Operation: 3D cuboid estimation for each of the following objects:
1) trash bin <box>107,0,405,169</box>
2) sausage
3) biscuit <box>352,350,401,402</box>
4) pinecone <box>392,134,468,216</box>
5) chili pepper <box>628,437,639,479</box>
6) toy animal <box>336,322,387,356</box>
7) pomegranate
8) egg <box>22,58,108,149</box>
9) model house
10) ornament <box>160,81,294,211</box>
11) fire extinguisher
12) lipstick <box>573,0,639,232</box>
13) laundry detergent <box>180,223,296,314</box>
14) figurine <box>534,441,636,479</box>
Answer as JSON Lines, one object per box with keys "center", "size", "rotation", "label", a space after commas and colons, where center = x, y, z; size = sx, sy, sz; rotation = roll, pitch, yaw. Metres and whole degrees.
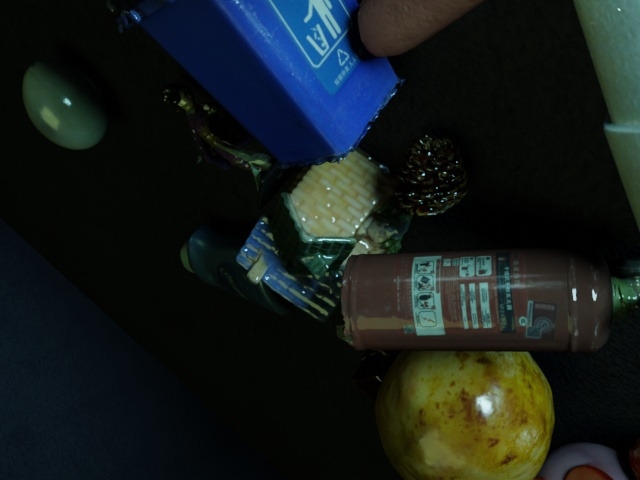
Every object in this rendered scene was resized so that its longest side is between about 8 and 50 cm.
{"center": [-0.055, -0.189, 0.585], "size": [0.184, 0.163, 0.234], "rotation": [2, 141, 51], "label": "trash bin"}
{"center": [0.084, -0.193, 0.497], "size": [0.062, 0.062, 0.154], "rotation": [47, 152, -15], "label": "sausage"}
{"center": [0.222, 0.329, 1.120], "size": [0.388, 0.073, 0.107], "rotation": [42, 153, -5], "label": "biscuit"}
{"center": [0.111, -0.065, 0.654], "size": [0.077, 0.077, 0.083], "rotation": [16, 121, 38], "label": "pinecone"}
{"center": [0.433, 0.255, 0.727], "size": [0.086, 0.084, 0.192], "rotation": [20, 157, 1], "label": "chili pepper"}
{"center": [0.103, 0.124, 0.930], "size": [0.155, 0.095, 0.219], "rotation": [6, 139, 54], "label": "toy animal"}
{"center": [0.185, 0.223, 0.848], "size": [0.248, 0.248, 0.248], "rotation": [30, 152, 18], "label": "pomegranate"}
{"center": [-0.404, -0.214, 1.022], "size": [0.114, 0.114, 0.152], "rotation": [10, 138, 44], "label": "egg"}
{"center": [0.000, 0.000, 0.781], "size": [0.166, 0.172, 0.183], "rotation": [37, 153, 6], "label": "model house"}
{"center": [-0.126, -0.139, 0.822], "size": [0.203, 0.088, 0.081], "rotation": [40, 152, 2], "label": "ornament"}
{"center": [0.185, 0.061, 0.621], "size": [0.336, 0.147, 0.107], "rotation": [-4, 97, 20], "label": "fire extinguisher"}
{"center": [0.237, -0.095, 0.439], "size": [0.077, 0.079, 0.253], "rotation": [5, 136, 50], "label": "lipstick"}
{"center": [-0.155, 0.042, 1.126], "size": [0.289, 0.094, 0.143], "rotation": [9, 145, 44], "label": "laundry detergent"}
{"center": [0.373, 0.362, 0.881], "size": [0.173, 0.173, 0.173], "rotation": [30, 152, 18], "label": "figurine"}
